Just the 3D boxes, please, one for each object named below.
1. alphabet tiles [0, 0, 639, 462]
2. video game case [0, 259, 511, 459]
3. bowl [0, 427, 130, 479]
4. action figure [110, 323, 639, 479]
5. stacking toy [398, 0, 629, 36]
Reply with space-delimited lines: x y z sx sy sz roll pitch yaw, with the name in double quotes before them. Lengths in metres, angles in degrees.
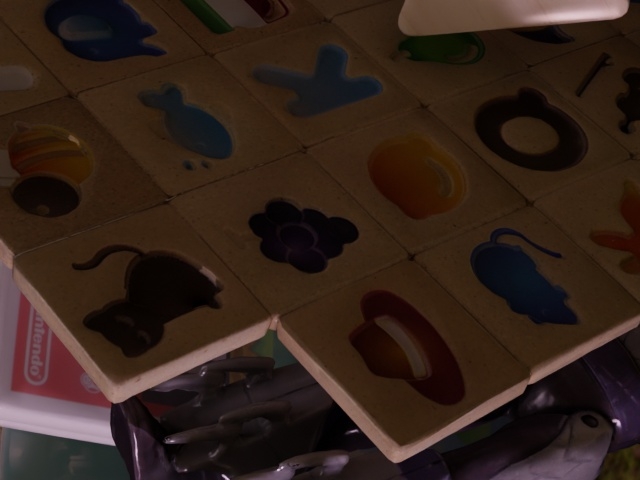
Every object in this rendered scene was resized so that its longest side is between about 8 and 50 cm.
"alphabet tiles" 0.019 -0.063 0.524 0.285 0.342 0.011 46 139 28
"video game case" 0.000 0.000 0.597 0.025 0.285 0.204 -30 52 51
"bowl" -0.044 0.071 0.750 0.311 0.163 0.311 -38 44 49
"action figure" 0.078 0.058 0.489 0.185 0.285 0.099 -124 25 -44
"stacking toy" 0.163 -0.204 0.509 0.130 0.309 0.279 -54 -31 -65
